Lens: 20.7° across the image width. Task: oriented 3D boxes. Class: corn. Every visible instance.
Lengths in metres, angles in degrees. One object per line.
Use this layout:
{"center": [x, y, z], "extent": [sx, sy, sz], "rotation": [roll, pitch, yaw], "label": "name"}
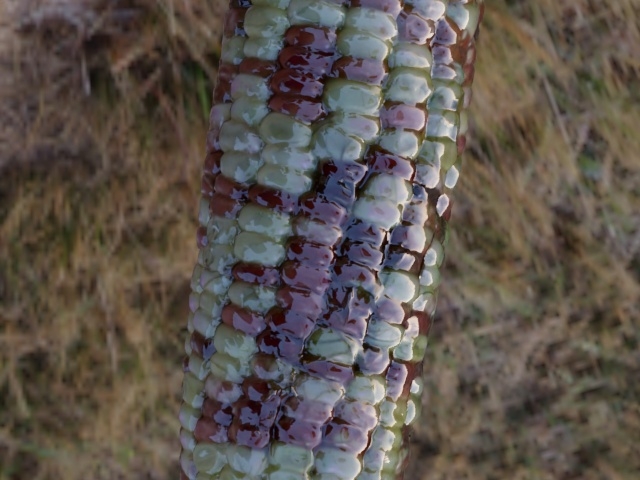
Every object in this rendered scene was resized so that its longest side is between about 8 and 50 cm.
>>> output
{"center": [0.000, 0.000, 0.564], "extent": [0.086, 0.086, 0.253], "rotation": [9, 90, -17], "label": "corn"}
